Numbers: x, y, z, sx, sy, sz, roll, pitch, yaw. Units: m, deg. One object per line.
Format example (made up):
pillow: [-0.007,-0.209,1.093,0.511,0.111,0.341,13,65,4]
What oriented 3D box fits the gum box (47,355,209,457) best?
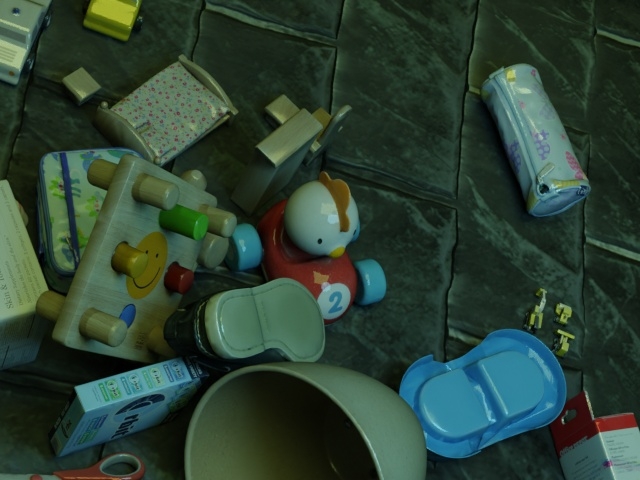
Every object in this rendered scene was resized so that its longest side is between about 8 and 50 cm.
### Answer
gum box: [-0.262,0.223,1.692,0.184,0.157,0.041,-14,66,-34]

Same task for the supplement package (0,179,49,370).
supplement package: [-0.523,0.074,1.659,0.262,0.198,0.199,-15,70,-27]

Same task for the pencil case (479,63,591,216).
pencil case: [0.373,-0.175,2.192,0.124,0.113,0.273,6,58,-44]

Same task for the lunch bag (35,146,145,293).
lunch bag: [-0.336,-0.030,1.857,0.176,0.090,0.219,-2,63,-19]

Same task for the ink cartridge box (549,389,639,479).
ink cartridge box: [0.440,0.354,1.917,0.078,0.134,0.231,-4,65,-22]

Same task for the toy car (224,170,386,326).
toy car: [0.000,0.000,1.878,0.219,0.238,0.210,-14,69,-26]

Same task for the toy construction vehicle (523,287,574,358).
toy construction vehicle: [0.387,0.135,2.075,0.085,0.035,0.098,26,57,-6]

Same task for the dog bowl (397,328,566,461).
dog bowl: [0.240,0.246,1.936,0.297,0.074,0.166,-16,70,-28]

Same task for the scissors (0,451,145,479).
scissors: [-0.358,0.327,1.654,0.297,0.021,0.109,2,35,-26]

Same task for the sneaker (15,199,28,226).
sneaker: [-0.492,-0.030,1.824,0.134,0.070,0.051,-5,71,9]

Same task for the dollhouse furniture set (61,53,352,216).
dollhouse furniture set: [-0.171,-0.236,1.980,0.355,0.174,0.303,45,56,6]

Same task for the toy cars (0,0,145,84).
toy cars: [-0.406,-0.390,2.024,0.393,0.087,0.176,-29,76,-31]

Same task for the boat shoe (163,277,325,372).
boat shoe: [-0.102,0.126,1.730,0.340,0.113,0.127,-4,82,-66]

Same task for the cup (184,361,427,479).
cup: [0.015,0.306,1.702,0.237,0.331,0.331,-14,67,-53]

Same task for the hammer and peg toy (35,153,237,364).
hammer and peg toy: [-0.220,0.049,1.696,0.127,0.361,0.266,19,85,22]
